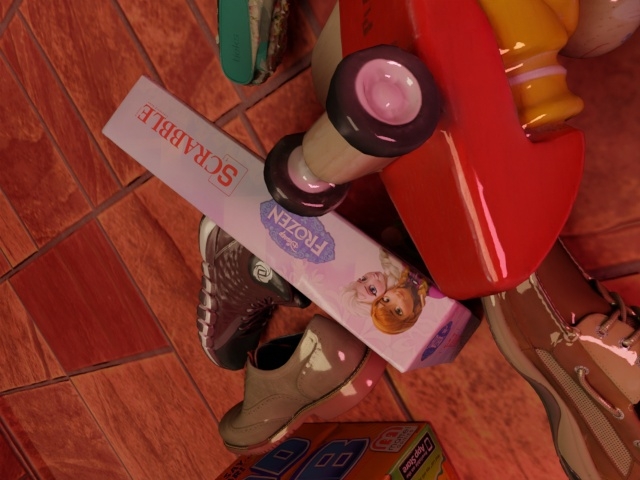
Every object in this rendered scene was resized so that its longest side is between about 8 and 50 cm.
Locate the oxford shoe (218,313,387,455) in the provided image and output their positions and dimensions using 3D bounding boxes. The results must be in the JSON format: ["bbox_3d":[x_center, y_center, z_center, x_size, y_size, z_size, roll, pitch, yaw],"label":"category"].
[{"bbox_3d":[-0.059,0.197,0.917,0.130,0.123,0.348,44,129,-9],"label":"oxford shoe"}]

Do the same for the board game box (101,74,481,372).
[{"bbox_3d":[0.000,0.000,0.633,0.318,0.318,0.066,37,93,18],"label":"board game box"}]

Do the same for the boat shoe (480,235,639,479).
[{"bbox_3d":[0.252,0.098,0.592,0.120,0.122,0.324,-15,113,41],"label":"boat shoe"}]

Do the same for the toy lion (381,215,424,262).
[{"bbox_3d":[0.126,-0.009,0.694,0.096,0.034,0.100,39,137,6],"label":"toy lion"}]

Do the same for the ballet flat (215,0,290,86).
[{"bbox_3d":[-0.061,-0.267,0.652,0.091,0.077,0.241,32,139,13],"label":"ballet flat"}]

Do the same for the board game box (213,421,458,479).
[{"bbox_3d":[0.003,0.504,0.893,0.356,0.356,0.356,-19,102,47],"label":"board game box"}]

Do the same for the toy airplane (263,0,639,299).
[{"bbox_3d":[0.104,-0.203,0.453,0.386,0.272,0.385,-118,36,-54],"label":"toy airplane"}]

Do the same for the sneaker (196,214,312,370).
[{"bbox_3d":[-0.082,0.090,0.895,0.162,0.106,0.281,20,127,29],"label":"sneaker"}]
